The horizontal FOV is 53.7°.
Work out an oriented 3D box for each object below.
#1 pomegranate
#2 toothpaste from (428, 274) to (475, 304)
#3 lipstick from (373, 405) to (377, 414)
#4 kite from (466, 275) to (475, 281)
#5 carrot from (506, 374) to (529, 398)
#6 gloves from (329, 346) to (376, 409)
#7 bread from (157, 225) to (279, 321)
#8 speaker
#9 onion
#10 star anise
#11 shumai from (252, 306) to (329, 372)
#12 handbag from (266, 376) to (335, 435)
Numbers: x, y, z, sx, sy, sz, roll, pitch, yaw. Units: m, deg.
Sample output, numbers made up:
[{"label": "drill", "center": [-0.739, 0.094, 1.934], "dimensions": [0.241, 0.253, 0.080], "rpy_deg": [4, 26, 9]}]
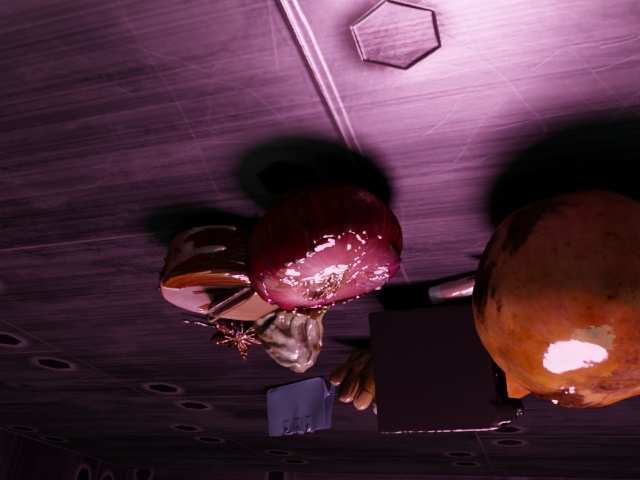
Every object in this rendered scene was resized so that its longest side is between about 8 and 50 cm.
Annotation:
[{"label": "pomegranate", "center": [0.364, 0.079, 0.872], "dimensions": [0.322, 0.322, 0.322], "rpy_deg": [3, 151, 2]}, {"label": "toothpaste", "center": [0.293, 0.074, 1.130], "dimensions": [0.205, 0.036, 0.056], "rpy_deg": [-19, 146, 29]}, {"label": "lipstick", "center": [0.190, 0.488, 1.888], "dimensions": [0.038, 0.038, 0.131], "rpy_deg": [8, 151, -7]}, {"label": "kite", "center": [0.416, 0.063, 1.093], "dimensions": [0.321, 0.016, 0.234], "rpy_deg": [11, 142, -26]}, {"label": "carrot", "center": [0.411, 0.277, 1.397], "dimensions": [0.225, 0.159, 0.159], "rpy_deg": [-16, 148, 6]}, {"label": "gloves", "center": [0.170, 0.313, 1.474], "dimensions": [0.331, 0.141, 0.154], "rpy_deg": [9, 178, -28]}, {"label": "bread", "center": [-0.159, 0.064, 1.063], "dimensions": [0.211, 0.142, 0.224], "rpy_deg": [17, 150, -28]}, {"label": "speaker", "center": [0.241, 0.240, 1.208], "dimensions": [0.254, 0.232, 0.184], "rpy_deg": [-9, 167, 20]}, {"label": "onion", "center": [0.006, 0.008, 0.919], "dimensions": [0.248, 0.161, 0.248], "rpy_deg": [2, 156, 1]}, {"label": "star anise", "center": [-0.212, 0.197, 1.396], "dimensions": [0.190, 0.070, 0.097], "rpy_deg": [13, 123, -11]}, {"label": "shumai", "center": [-0.045, 0.151, 1.260], "dimensions": [0.184, 0.184, 0.142], "rpy_deg": [23, 116, -30]}, {"label": "handbag", "center": [-0.060, 0.475, 1.790], "dimensions": [0.221, 0.144, 0.057], "rpy_deg": [-20, 144, 35]}]
